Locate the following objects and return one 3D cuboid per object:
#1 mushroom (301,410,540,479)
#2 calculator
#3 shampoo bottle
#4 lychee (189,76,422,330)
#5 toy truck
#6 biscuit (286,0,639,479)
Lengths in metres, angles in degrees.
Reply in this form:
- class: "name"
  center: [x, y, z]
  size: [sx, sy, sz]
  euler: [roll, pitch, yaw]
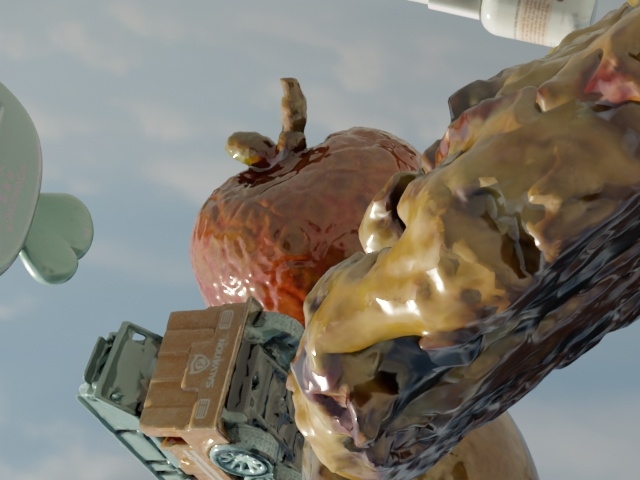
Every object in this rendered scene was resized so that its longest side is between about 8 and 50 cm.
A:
- class: "mushroom"
  center: [0.038, 0.208, 1.267]
  size: [0.195, 0.283, 0.263]
  euler: [27, 171, -1]
- class: "calculator"
  center: [-0.267, -0.066, 1.242]
  size: [0.299, 0.041, 0.185]
  euler: [38, -143, -28]
- class: "shampoo bottle"
  center: [0.179, -0.241, 1.945]
  size: [0.192, 0.074, 0.074]
  euler: [12, -167, 12]
- class: "lychee"
  center: [0.000, 0.000, 1.825]
  size: [0.255, 0.300, 0.255]
  euler: [-26, -161, 10]
- class: "toy truck"
  center: [-0.059, 0.186, 1.667]
  size: [0.184, 0.133, 0.338]
  euler: [-3, 146, 27]
- class: "biscuit"
  center: [0.120, -0.037, 0.719]
  size: [0.081, 0.334, 0.289]
  euler: [51, 179, 12]
